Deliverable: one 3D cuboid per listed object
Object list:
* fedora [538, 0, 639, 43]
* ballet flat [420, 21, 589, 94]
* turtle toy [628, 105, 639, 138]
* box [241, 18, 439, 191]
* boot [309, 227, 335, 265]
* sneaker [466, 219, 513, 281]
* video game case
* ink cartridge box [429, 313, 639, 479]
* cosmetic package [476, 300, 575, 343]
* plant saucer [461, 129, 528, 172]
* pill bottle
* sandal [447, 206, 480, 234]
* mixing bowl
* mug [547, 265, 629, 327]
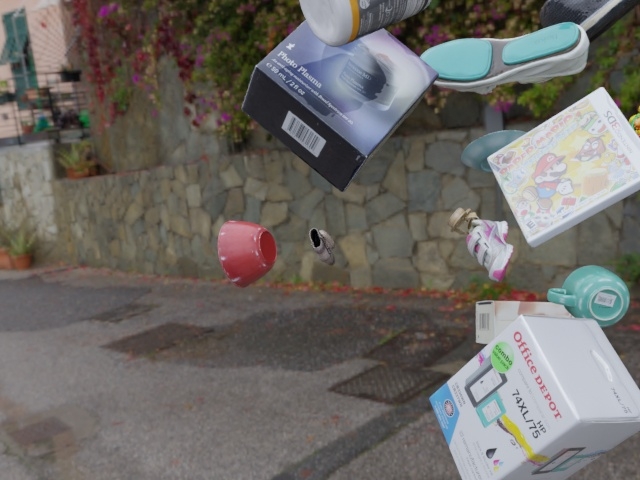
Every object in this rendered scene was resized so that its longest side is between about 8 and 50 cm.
[{"bbox_3d":[0.664,-0.586,1.755,0.334,0.152,0.334,-38,-3,-3],"label":"fedora"},{"bbox_3d":[0.423,-0.403,1.635,0.400,0.139,0.139,-2,11,34],"label":"ballet flat"},{"bbox_3d":[0.694,-0.226,1.500,0.066,0.095,0.130,-43,-15,-16],"label":"turtle toy"},{"bbox_3d":[0.042,-0.325,1.518,0.294,0.296,0.183,-50,-1,-27],"label":"box"},{"bbox_3d":[0.000,0.000,1.553,0.042,0.087,0.118,-29,48,7],"label":"boot"},{"bbox_3d":[0.455,0.025,1.917,0.111,0.103,0.252,12,30,0],"label":"sneaker"},{"bbox_3d":[0.411,-0.124,1.163,0.227,0.206,0.026,-33,-43,22],"label":"video game case"},{"bbox_3d":[0.365,0.283,1.189,0.197,0.270,0.198,8,45,-32],"label":"ink cartridge box"},{"bbox_3d":[0.625,0.245,2.076,0.296,0.129,0.153,3,-8,-10],"label":"cosmetic package"},{"bbox_3d":[0.477,-0.226,1.878,0.195,0.037,0.195,-5,-25,-2],"label":"plant saucer"},{"bbox_3d":[0.111,-0.477,1.291,0.278,0.162,0.162,-28,17,-18],"label":"pill bottle"},{"bbox_3d":[0.428,-0.041,2.036,0.079,0.088,0.240,41,10,16],"label":"sandal"},{"bbox_3d":[-0.177,0.026,1.833,0.098,0.181,0.181,-13,6,24],"label":"mixing bowl"},{"bbox_3d":[0.604,0.135,1.557,0.157,0.129,0.097,-32,11,5],"label":"mug"}]
